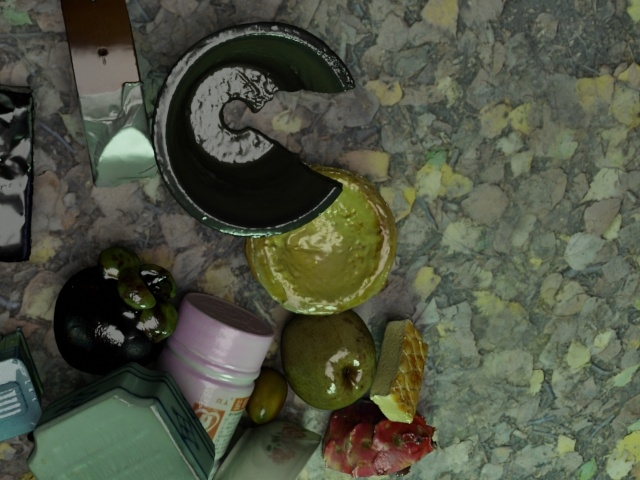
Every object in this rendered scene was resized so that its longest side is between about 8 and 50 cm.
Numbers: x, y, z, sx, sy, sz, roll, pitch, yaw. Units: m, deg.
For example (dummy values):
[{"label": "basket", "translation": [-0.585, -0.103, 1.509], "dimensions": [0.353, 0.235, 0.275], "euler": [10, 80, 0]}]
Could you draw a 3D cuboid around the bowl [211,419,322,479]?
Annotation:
[{"label": "bowl", "translation": [-0.129, 0.479, 1.907], "dimensions": [0.145, 0.277, 0.277], "euler": [33, 94, 6]}]

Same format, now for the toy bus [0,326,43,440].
[{"label": "toy bus", "translation": [-0.682, 0.297, 1.714], "dimensions": [0.312, 0.190, 0.152], "euler": [-17, 110, -11]}]

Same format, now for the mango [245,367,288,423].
[{"label": "mango", "translation": [-0.112, 0.318, 1.905], "dimensions": [0.089, 0.163, 0.111], "euler": [14, 83, -6]}]

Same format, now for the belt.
[{"label": "belt", "translation": [-0.370, -0.266, 1.636], "dimensions": [0.122, 0.217, 0.339], "euler": [-11, 111, -13]}]

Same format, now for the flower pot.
[{"label": "flower pot", "translation": [-0.142, -0.217, 1.699], "dimensions": [0.379, 0.251, 0.380], "euler": [-5, 108, -16]}]

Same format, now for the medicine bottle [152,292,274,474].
[{"label": "medicine bottle", "translation": [-0.238, 0.285, 1.835], "dimensions": [0.202, 0.202, 0.316], "euler": [21, 99, -21]}]

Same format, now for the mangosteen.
[{"label": "mangosteen", "translation": [-0.381, 0.136, 1.743], "dimensions": [0.242, 0.243, 0.243], "euler": [-4, 106, -15]}]

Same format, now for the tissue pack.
[{"label": "tissue pack", "translation": [-0.635, -0.122, 1.649], "dimensions": [0.244, 0.123, 0.333], "euler": [2, 104, -19]}]

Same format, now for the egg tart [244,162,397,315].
[{"label": "egg tart", "translation": [0.000, 0.000, 1.853], "dimensions": [0.314, 0.120, 0.315], "euler": [0, 92, -5]}]

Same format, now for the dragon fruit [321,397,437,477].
[{"label": "dragon fruit", "translation": [0.137, 0.423, 2.007], "dimensions": [0.274, 0.161, 0.126], "euler": [-12, 110, -11]}]

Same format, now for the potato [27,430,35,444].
[{"label": "potato", "translation": [-0.521, 0.402, 1.859], "dimensions": [0.096, 0.066, 0.103], "euler": [-44, 114, 2]}]

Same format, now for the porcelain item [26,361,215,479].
[{"label": "porcelain item", "translation": [-0.353, 0.384, 1.668], "dimensions": [0.285, 0.157, 0.281], "euler": [-29, 104, 10]}]

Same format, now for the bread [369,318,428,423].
[{"label": "bread", "translation": [0.170, 0.275, 1.964], "dimensions": [0.125, 0.068, 0.188], "euler": [53, 45, -46]}]

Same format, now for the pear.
[{"label": "pear", "translation": [0.017, 0.243, 1.894], "dimensions": [0.188, 0.211, 0.229], "euler": [-11, 109, -15]}]
